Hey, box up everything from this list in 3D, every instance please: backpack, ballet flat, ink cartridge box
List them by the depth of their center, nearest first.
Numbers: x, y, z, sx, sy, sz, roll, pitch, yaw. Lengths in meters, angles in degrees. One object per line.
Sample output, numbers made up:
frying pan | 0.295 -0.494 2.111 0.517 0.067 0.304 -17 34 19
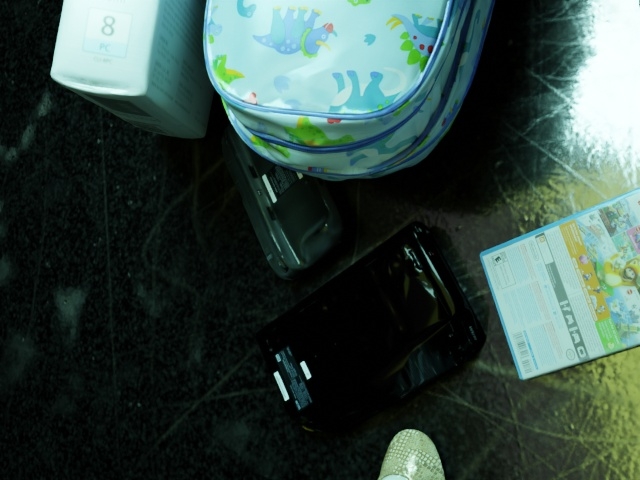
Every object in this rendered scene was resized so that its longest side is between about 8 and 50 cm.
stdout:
backpack | 0.025 -0.229 0.716 0.290 0.273 0.355 10 106 5
ballet flat | 0.071 0.275 0.722 0.073 0.067 0.206 -4 82 36
ink cartridge box | -0.147 -0.310 0.806 0.091 0.308 0.384 9 91 2

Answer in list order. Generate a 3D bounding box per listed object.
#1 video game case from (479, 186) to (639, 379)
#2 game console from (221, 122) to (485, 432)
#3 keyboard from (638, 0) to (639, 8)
video game case | 0.225 0.036 0.674 0.166 0.015 0.119 -25 70 31
game console | 0.000 0.000 0.823 0.213 0.044 0.361 -36 66 25
keyboard | 0.339 -0.209 0.619 0.180 0.023 0.108 2 86 36
